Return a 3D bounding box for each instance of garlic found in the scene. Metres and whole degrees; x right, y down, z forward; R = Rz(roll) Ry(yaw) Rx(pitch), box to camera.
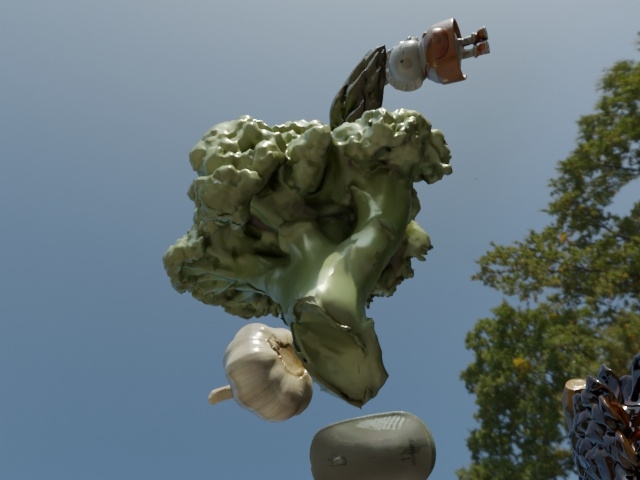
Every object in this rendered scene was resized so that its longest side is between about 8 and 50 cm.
[{"bbox_3d":[-0.138,0.277,0.984,0.225,0.199,0.199,-34,-69,19],"label":"garlic"}]

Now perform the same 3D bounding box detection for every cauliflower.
[{"bbox_3d":[-0.012,-0.017,0.513,0.327,0.281,0.260,-38,-82,5],"label":"cauliflower"}]

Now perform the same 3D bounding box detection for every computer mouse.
[{"bbox_3d":[0.135,0.558,1.333,0.330,0.095,0.197,-11,-107,2],"label":"computer mouse"}]

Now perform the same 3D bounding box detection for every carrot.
[{"bbox_3d":[0.548,0.373,1.056,0.082,0.082,0.173,-13,-84,-6],"label":"carrot"}]

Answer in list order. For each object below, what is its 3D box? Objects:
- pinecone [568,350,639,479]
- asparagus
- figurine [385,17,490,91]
[{"bbox_3d":[0.547,0.341,0.723,0.397,0.398,0.398,-3,-72,-9],"label":"pinecone"},{"bbox_3d":[0.044,-0.167,0.783,0.080,0.080,0.288,20,-90,-16],"label":"asparagus"},{"bbox_3d":[0.245,-0.411,1.165,0.143,0.271,0.144,15,-111,-44],"label":"figurine"}]
